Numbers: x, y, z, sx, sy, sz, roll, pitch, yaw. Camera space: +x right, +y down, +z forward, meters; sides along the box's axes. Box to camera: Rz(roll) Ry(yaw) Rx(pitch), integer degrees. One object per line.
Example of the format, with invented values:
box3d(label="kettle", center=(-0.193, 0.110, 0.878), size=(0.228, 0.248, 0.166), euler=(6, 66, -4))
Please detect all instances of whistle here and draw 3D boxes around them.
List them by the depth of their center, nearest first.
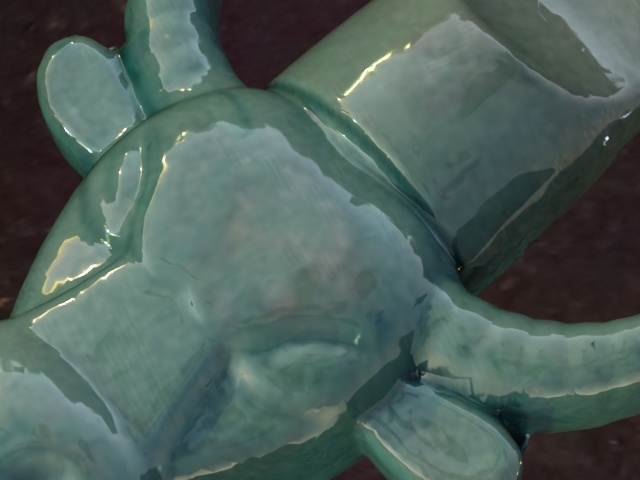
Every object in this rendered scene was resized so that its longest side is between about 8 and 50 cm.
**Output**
box3d(label="whistle", center=(0.000, 0.000, 0.500), size=(0.274, 0.093, 0.186), euler=(-42, 71, -14))
